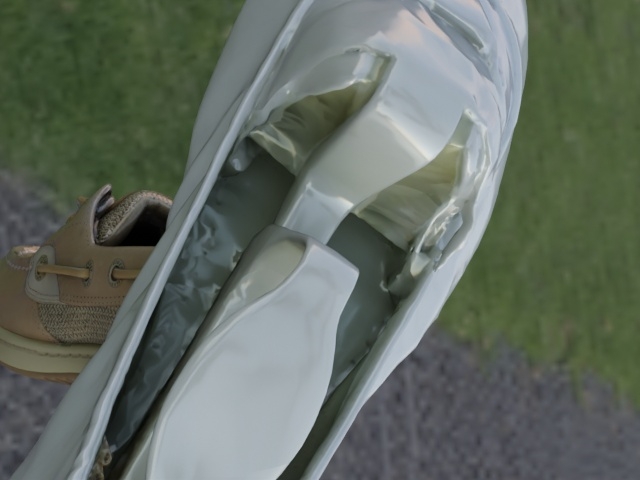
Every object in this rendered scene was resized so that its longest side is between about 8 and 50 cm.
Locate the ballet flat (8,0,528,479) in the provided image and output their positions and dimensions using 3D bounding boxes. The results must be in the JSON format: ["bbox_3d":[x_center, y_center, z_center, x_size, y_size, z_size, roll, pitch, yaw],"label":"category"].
[{"bbox_3d":[0.000,0.000,0.735,0.400,0.139,0.139,-62,145,-22],"label":"ballet flat"}]

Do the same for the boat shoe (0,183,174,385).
[{"bbox_3d":[-0.089,0.028,1.006,0.122,0.341,0.110,6,95,-31],"label":"boat shoe"}]
